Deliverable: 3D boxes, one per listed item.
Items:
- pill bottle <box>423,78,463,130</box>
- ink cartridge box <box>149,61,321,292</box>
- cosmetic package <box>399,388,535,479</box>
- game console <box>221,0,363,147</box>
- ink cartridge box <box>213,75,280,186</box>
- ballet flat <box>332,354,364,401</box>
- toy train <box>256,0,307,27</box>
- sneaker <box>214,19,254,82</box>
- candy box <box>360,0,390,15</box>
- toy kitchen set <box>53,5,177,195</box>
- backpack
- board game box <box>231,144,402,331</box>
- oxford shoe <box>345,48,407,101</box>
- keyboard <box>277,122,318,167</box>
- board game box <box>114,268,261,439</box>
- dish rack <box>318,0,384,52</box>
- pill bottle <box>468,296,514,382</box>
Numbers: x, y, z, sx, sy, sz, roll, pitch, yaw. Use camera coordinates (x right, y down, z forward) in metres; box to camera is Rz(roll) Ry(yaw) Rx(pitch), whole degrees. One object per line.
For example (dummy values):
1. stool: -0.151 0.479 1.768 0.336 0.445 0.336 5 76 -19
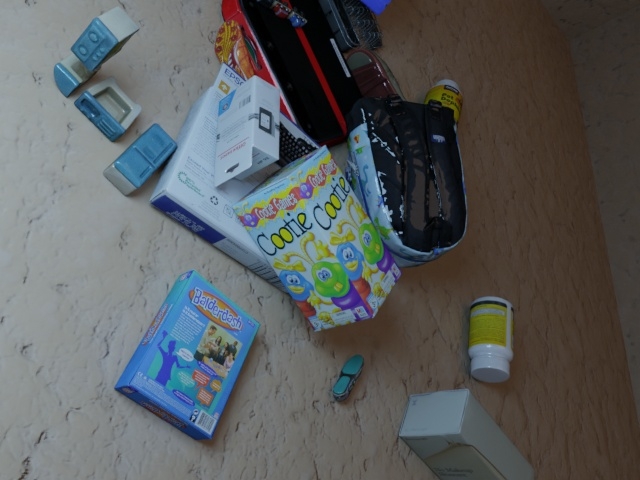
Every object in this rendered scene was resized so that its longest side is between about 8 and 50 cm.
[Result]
1. pill bottle: 0.368 -0.395 1.666 0.117 0.117 0.215 44 46 -26
2. ink cartridge box: -0.126 -0.117 1.046 0.324 0.071 0.330 38 47 -31
3. cosmetic package: 0.333 0.476 1.229 0.309 0.160 0.113 48 45 -21
4. game console: -0.041 -0.404 1.279 0.342 0.060 0.387 -33 99 -53
5. ink cartridge box: -0.125 -0.175 0.939 0.060 0.104 0.180 22 58 -42
6. ballet flat: 0.056 0.280 1.107 0.041 0.041 0.114 56 42 -14
7. toy train: -0.086 -0.508 1.203 0.158 0.027 0.036 11 68 -48
8. sneaker: -0.171 -0.363 1.118 0.067 0.064 0.175 4 75 -68
9. candy box: 0.106 -0.747 1.432 0.268 0.122 0.317 36 36 -11
10. toy kitchen set: -0.294 -0.202 0.820 0.207 0.166 0.122 48 45 -23
11. backpack: 0.199 -0.117 1.261 0.290 0.273 0.356 -3 63 -29
12. board game box: 0.000 0.000 0.971 0.275 0.142 0.144 57 41 -14
13. oxford shoe: 0.192 -0.349 1.455 0.130 0.123 0.348 -35 102 -56
14. keyboard: -0.030 -0.163 1.103 0.180 0.023 0.108 43 46 -28
15. board game box: -0.197 0.176 0.858 0.160 0.047 0.210 45 46 -25
16. dish rack: 0.091 -0.613 1.488 0.271 0.074 0.208 -28 96 -50
17. pill bottle: 0.463 0.269 1.490 0.119 0.119 0.209 38 49 -31
